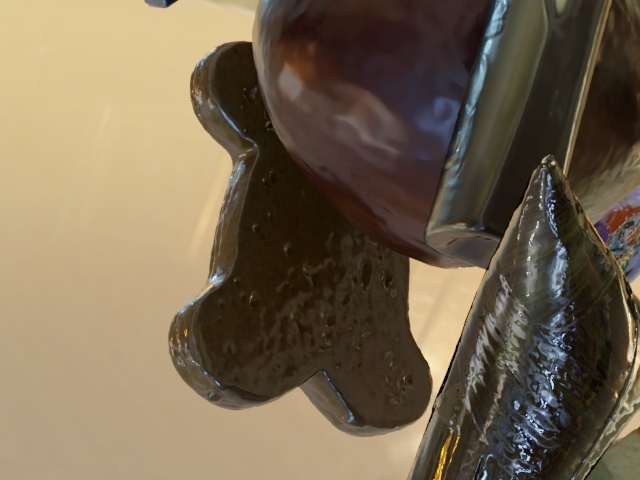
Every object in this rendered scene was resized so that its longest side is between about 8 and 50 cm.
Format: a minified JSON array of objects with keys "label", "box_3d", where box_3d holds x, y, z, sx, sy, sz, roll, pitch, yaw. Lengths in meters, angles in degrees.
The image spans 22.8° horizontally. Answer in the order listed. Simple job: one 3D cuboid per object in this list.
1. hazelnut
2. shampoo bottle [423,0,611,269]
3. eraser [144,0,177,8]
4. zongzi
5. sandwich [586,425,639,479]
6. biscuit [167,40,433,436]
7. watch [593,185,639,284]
[{"label":"hazelnut","box_3d":[0.129,-0.164,1.492,0.421,0.352,0.421,10,-142,-7]},{"label":"shampoo bottle","box_3d":[0.165,-0.154,1.184,0.084,0.350,0.125,20,168,-15]},{"label":"eraser","box_3d":[-0.139,-0.262,1.352,0.029,0.122,0.052,15,-136,37]},{"label":"zongzi","box_3d":[0.098,0.097,0.957,0.111,0.247,0.241,31,168,38]},{"label":"sandwich","box_3d":[0.316,0.293,1.410,0.220,0.108,0.186,63,-171,28]},{"label":"biscuit","box_3d":[0.000,0.000,1.655,0.368,0.076,0.394,18,-113,-39]},{"label":"watch","box_3d":[0.269,-0.036,1.935,0.231,0.244,0.196,44,174,36]}]
